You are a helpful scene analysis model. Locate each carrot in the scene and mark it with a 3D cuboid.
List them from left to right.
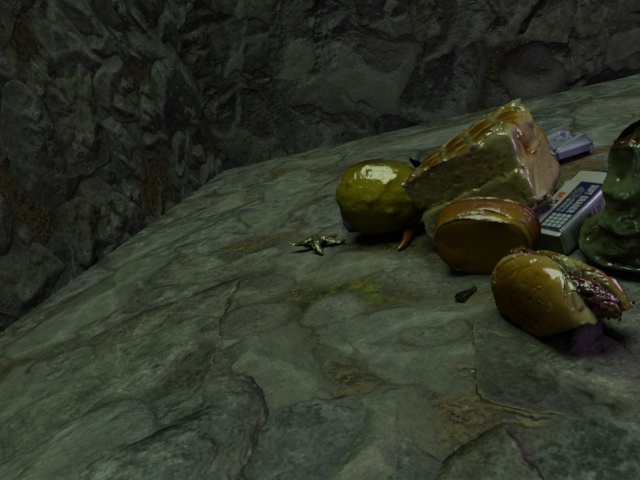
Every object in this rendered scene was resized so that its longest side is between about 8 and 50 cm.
[{"bbox_3d":[0.281,-0.007,1.778,0.035,0.035,0.142,-6,25,27],"label":"carrot"}]

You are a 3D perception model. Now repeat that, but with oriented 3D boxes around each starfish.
[{"bbox_3d":[0.000,0.000,1.976,0.208,0.053,0.176,8,20,38],"label":"starfish"}]

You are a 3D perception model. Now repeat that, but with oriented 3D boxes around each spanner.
[{"bbox_3d":[0.380,-0.205,1.905,0.087,0.316,0.024,32,85,42],"label":"spanner"}]

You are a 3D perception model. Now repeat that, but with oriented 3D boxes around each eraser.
[{"bbox_3d":[0.689,-0.079,1.476,0.279,0.081,0.124,-40,27,-18],"label":"eraser"}]

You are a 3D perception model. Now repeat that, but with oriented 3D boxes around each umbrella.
[{"bbox_3d":[0.359,0.132,1.339,0.083,0.020,0.031,-22,20,-33],"label":"umbrella"}]

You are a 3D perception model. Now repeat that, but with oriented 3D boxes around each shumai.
[{"bbox_3d":[0.783,-0.112,1.225,0.398,0.323,0.324,0,26,44],"label":"shumai"}]

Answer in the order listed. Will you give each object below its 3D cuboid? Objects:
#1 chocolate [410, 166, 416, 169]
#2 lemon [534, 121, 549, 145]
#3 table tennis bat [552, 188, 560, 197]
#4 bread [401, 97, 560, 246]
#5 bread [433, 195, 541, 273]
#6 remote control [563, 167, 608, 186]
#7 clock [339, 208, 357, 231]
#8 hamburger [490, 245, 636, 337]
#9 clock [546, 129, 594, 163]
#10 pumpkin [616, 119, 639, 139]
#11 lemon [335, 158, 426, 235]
[{"bbox_3d":[0.346,-0.268,2.391,0.261,0.083,0.161,-18,20,-9],"label":"chocolate"},{"bbox_3d":[0.677,-0.320,1.974,0.297,0.297,0.297,-14,19,5],"label":"lemon"},{"bbox_3d":[0.840,-0.115,1.548,0.329,0.044,0.215,8,44,38],"label":"table tennis bat"},{"bbox_3d":[0.499,-0.201,1.656,0.371,0.279,0.390,-28,9,40],"label":"bread"},{"bbox_3d":[0.435,-0.016,1.432,0.270,0.195,0.142,0,31,30],"label":"bread"},{"bbox_3d":[0.920,-0.205,1.809,0.256,0.045,0.097,-19,20,-18],"label":"remote control"},{"bbox_3d":[0.182,-0.109,2.084,0.193,0.073,0.144,-18,19,-5],"label":"clock"},{"bbox_3d":[0.473,0.102,1.115,0.155,0.245,0.282,-25,-24,-12],"label":"hamburger"},{"bbox_3d":[0.962,-0.383,2.222,0.186,0.083,0.253,-18,18,-7],"label":"clock"},{"bbox_3d":[1.046,-0.283,1.616,0.315,0.238,0.315,-17,15,4],"label":"pumpkin"},{"bbox_3d":[0.216,-0.147,1.874,0.316,0.285,0.285,31,28,2],"label":"lemon"}]
